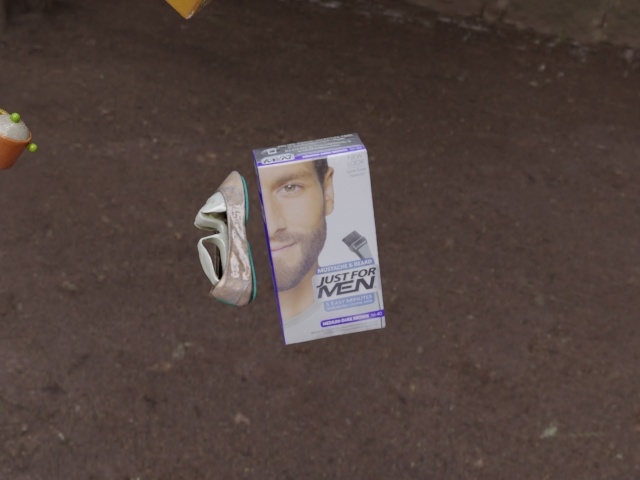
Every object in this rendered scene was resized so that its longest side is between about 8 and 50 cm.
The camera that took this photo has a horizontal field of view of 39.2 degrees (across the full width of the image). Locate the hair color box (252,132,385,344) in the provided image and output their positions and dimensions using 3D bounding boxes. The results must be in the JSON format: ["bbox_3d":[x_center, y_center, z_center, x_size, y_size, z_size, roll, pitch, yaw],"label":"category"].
[{"bbox_3d":[0.000,0.000,1.555,0.185,0.338,0.110,-10,22,-4],"label":"hair color box"}]

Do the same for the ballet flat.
[{"bbox_3d":[-0.197,-0.014,1.818,0.106,0.107,0.316,6,55,-24],"label":"ballet flat"}]

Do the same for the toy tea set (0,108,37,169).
[{"bbox_3d":[-0.762,-0.262,1.884,0.336,0.124,0.200,6,38,-46],"label":"toy tea set"}]

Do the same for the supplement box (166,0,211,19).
[{"bbox_3d":[-0.252,-0.447,1.353,0.233,0.078,0.080,44,46,-5],"label":"supplement box"}]
